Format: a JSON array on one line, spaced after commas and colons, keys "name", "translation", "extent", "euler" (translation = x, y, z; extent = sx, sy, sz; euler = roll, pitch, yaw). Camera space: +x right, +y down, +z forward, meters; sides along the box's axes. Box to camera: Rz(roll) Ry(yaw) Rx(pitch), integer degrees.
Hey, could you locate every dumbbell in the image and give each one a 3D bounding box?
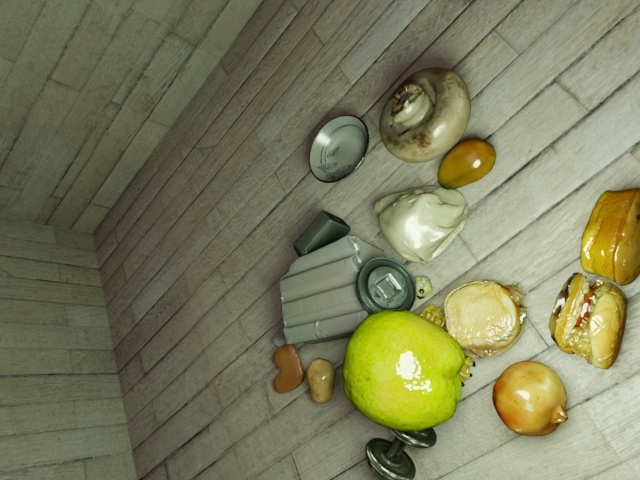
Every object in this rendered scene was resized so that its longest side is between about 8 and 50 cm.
[{"name": "dumbbell", "translation": [0.268, 0.682, 1.604], "extent": [0.192, 0.192, 0.290], "euler": [34, 103, 41]}]

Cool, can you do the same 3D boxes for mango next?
[{"name": "mango", "translation": [0.507, -0.270, 1.678], "extent": [0.221, 0.120, 0.151], "euler": [-26, 61, 40]}]

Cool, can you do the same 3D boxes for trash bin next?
[{"name": "trash bin", "translation": [0.000, 0.000, 2.019], "extent": [0.236, 0.177, 0.101], "euler": [-52, 51, 14]}]

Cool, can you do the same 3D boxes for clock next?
[{"name": "clock", "translation": [0.231, 0.169, 1.688], "extent": [0.049, 0.226, 0.226], "euler": [129, 136, -61]}]

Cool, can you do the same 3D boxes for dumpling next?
[{"name": "dumpling", "translation": [0.371, -0.081, 1.735], "extent": [0.315, 0.233, 0.395], "euler": [-36, 37, -8]}]

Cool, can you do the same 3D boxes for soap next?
[{"name": "soap", "translation": [0.048, 0.217, 1.897], "extent": [0.435, 0.213, 0.350], "euler": [-23, 68, 35]}]

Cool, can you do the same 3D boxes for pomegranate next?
[{"name": "pomegranate", "translation": [0.596, 0.451, 1.368], "extent": [0.209, 0.209, 0.209], "euler": [-11, 72, 39]}]

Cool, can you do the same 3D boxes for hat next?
[{"name": "hat", "translation": [0.363, 0.168, 1.738], "extent": [0.076, 0.059, 0.077], "euler": [-29, 57, 27]}]

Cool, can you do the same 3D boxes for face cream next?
[{"name": "face cream", "translation": [-0.134, 0.385, 2.118], "extent": [0.198, 0.057, 0.084], "euler": [-51, 56, 17]}]

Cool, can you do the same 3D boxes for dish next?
[{"name": "dish", "translation": [0.101, -0.382, 2.072], "extent": [0.316, 0.106, 0.316], "euler": [-13, 70, 37]}]

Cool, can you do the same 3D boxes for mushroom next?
[{"name": "mushroom", "translation": [0.356, -0.467, 1.730], "extent": [0.362, 0.294, 0.362], "euler": [-24, 56, 42]}]

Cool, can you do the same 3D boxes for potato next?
[{"name": "potato", "translation": [0.002, 0.566, 1.920], "extent": [0.118, 0.109, 0.178], "euler": [-2, 83, 18]}]

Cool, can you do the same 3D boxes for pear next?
[{"name": "pear", "translation": [0.264, 0.408, 1.482], "extent": [0.391, 0.391, 0.391], "euler": [-11, 72, 39]}]

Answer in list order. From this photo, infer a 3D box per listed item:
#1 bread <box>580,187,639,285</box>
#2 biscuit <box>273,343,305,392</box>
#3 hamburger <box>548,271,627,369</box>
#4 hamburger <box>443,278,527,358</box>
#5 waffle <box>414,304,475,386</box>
[{"name": "bread", "translation": [0.816, -0.013, 1.292], "extent": [0.142, 0.195, 0.269], "euler": [16, 75, 48]}, {"name": "biscuit", "translation": [-0.156, 0.564, 2.088], "extent": [0.186, 0.036, 0.192], "euler": [-34, 68, 30]}, {"name": "hamburger", "translation": [0.736, 0.214, 1.294], "extent": [0.163, 0.244, 0.244], "euler": [18, 91, 43]}, {"name": "hamburger", "translation": [0.522, 0.234, 1.511], "extent": [0.243, 0.146, 0.286], "euler": [37, 93, 36]}, {"name": "waffle", "translation": [0.390, 0.378, 1.661], "extent": [0.329, 0.062, 0.329], "euler": [-11, 73, 39]}]
